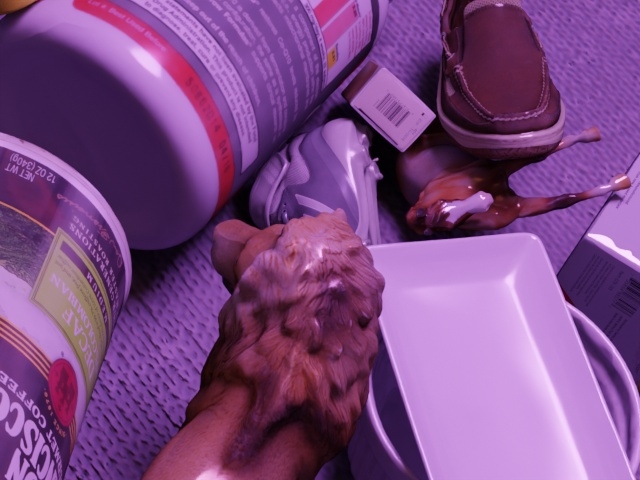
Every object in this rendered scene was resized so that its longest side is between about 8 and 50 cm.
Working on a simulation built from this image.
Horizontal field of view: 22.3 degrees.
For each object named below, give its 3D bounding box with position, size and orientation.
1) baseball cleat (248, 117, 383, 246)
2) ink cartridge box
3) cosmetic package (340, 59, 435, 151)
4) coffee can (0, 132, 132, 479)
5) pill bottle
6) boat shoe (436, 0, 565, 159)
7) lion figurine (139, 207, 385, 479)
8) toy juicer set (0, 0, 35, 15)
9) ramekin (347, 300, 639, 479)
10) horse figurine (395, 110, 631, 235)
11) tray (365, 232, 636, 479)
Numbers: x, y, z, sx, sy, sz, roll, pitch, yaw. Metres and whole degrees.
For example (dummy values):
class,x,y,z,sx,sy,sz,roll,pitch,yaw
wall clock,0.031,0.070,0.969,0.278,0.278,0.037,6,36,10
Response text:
class,x,y,z,sx,sy,sz,roll,pitch,yaw
baseball cleat,0.000,0.000,1.247,0.109,0.072,0.206,-15,49,19
ink cartridge box,0.283,0.040,1.273,0.176,0.128,0.127,34,53,7
cosmetic package,0.053,-0.110,1.315,0.060,0.115,0.041,42,94,-7
coffee can,-0.239,0.090,0.967,0.202,0.201,0.275,17,39,-5
pill bottle,-0.075,-0.176,1.267,0.210,0.210,0.363,35,53,9
boat shoe,0.132,-0.146,1.280,0.095,0.095,0.257,-8,25,-2
lion figurine,-0.085,0.168,0.999,0.142,0.240,0.392,28,53,3
toy juicer set,-0.319,-0.224,1.222,0.329,0.089,0.209,-9,30,27
ramekin,0.116,0.139,1.164,0.207,0.109,0.207,8,53,-11
horse figurine,0.124,-0.059,1.288,0.174,0.066,0.263,-19,23,-7
tray,0.122,0.116,1.094,0.145,0.030,0.270,-5,57,-19
